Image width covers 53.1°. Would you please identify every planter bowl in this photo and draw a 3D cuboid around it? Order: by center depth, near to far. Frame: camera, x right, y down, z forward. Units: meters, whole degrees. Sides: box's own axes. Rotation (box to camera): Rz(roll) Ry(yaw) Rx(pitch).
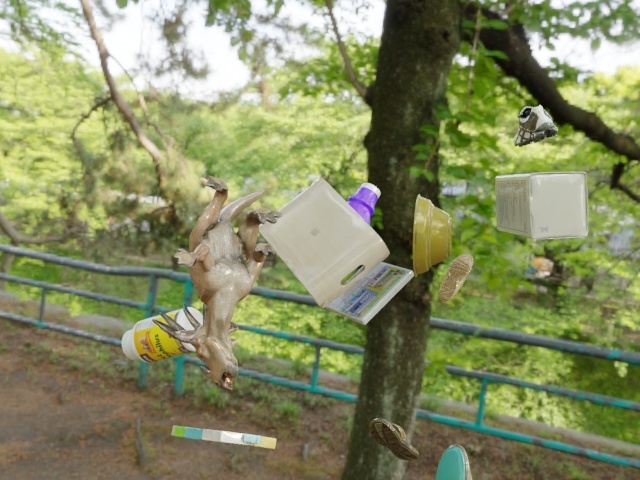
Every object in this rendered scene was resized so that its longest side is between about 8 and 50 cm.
[{"bbox_3d":[0.296,-0.012,1.669,0.091,0.217,0.217,2,2,14],"label":"planter bowl"}]

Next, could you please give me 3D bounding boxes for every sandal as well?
[{"bbox_3d":[0.222,0.577,1.888,0.090,0.060,0.219,-21,-53,39],"label":"sandal"}]

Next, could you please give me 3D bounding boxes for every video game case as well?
[{"bbox_3d":[0.137,0.143,1.845,0.212,0.023,0.193,-42,28,-20],"label":"video game case"}]

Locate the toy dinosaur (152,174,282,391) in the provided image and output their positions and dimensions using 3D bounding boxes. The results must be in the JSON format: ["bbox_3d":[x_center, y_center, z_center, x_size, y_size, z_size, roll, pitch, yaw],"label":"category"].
[{"bbox_3d":[-0.150,0.041,0.909,0.127,0.200,0.295,17,43,-14],"label":"toy dinosaur"}]

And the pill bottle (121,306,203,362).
[{"bbox_3d":[-0.413,0.253,1.684,0.215,0.117,0.117,-17,-7,24],"label":"pill bottle"}]

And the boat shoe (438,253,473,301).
[{"bbox_3d":[0.414,0.116,1.978,0.063,0.170,0.059,32,-15,17],"label":"boat shoe"}]

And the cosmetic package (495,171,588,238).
[{"bbox_3d":[0.523,-0.088,1.544,0.129,0.153,0.296,-2,6,1],"label":"cosmetic package"}]

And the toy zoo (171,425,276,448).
[{"bbox_3d":[-0.262,0.557,1.811,0.192,0.030,0.293,24,-24,-40],"label":"toy zoo"}]

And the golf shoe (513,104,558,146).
[{"bbox_3d":[0.530,-0.289,1.604,0.077,0.093,0.198,-22,2,-4],"label":"golf shoe"}]

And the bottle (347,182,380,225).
[{"bbox_3d":[0.089,-0.051,1.971,0.118,0.282,0.092,11,-29,45],"label":"bottle"}]

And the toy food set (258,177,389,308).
[{"bbox_3d":[0.000,0.000,1.628,0.306,0.220,0.092,48,-8,32],"label":"toy food set"}]

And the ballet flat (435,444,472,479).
[{"bbox_3d":[0.393,0.765,1.881,0.108,0.315,0.106,-2,-23,40],"label":"ballet flat"}]
